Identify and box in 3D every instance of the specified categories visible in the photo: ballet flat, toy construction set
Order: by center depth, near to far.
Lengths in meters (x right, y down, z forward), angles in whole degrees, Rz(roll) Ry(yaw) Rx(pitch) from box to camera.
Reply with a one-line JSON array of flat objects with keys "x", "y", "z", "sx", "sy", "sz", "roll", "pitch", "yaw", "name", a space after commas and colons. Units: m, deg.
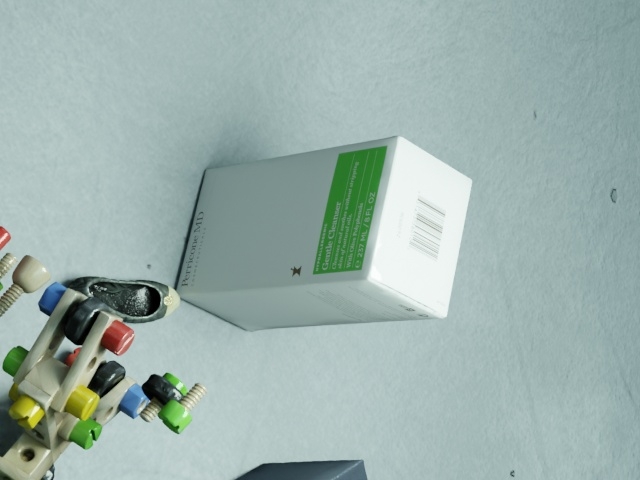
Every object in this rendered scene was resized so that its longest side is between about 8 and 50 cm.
[{"x": -0.342, "y": 0.172, "z": 1.883, "sx": 0.309, "sy": 0.257, "sz": 0.237, "roll": 44, "pitch": 69, "yaw": -8, "name": "toy construction set"}, {"x": -0.246, "y": 0.077, "z": 2.071, "sx": 0.173, "sy": 0.049, "sz": 0.058, "roll": 5, "pitch": 84, "yaw": -43, "name": "ballet flat"}]

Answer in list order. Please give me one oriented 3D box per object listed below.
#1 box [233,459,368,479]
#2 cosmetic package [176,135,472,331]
[{"x": -0.069, "y": 0.483, "z": 2.078, "sx": 0.343, "sy": 0.179, "sz": 0.313, "roll": -24, "pitch": 102, "yaw": -53, "name": "box"}, {"x": 0.000, "y": 0.000, "z": 2.094, "sx": 0.155, "sy": 0.365, "sz": 0.197, "roll": 28, "pitch": 66, "yaw": -40, "name": "cosmetic package"}]
